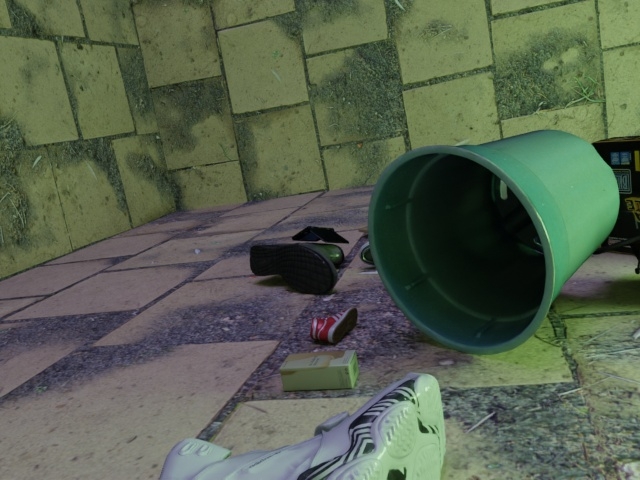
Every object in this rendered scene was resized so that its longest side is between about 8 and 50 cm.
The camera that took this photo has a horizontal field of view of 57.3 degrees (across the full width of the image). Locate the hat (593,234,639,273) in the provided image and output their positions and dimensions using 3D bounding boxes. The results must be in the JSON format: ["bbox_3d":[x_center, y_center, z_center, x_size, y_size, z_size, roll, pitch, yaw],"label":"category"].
[{"bbox_3d":[0.645,0.027,1.000,0.331,0.134,0.331,-12,-10,-2],"label":"hat"}]

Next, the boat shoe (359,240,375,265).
[{"bbox_3d":[0.210,0.035,1.520,0.228,0.080,0.076,0,12,12],"label":"boat shoe"}]

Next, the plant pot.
[{"bbox_3d":[0.317,-0.033,1.004,0.334,0.341,0.341,-25,18,-37],"label":"plant pot"}]

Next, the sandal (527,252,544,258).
[{"bbox_3d":[0.381,0.049,1.257,0.265,0.102,0.076,13,22,42],"label":"sandal"}]

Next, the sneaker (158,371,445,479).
[{"bbox_3d":[-0.021,0.231,0.578,0.210,0.138,0.365,1,19,33],"label":"sneaker"}]

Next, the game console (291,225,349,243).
[{"bbox_3d":[0.000,0.000,1.664,0.107,0.071,0.122,-33,-21,32],"label":"game console"}]

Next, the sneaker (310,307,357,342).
[{"bbox_3d":[0.023,0.160,1.134,0.067,0.042,0.118,0,17,29],"label":"sneaker"}]

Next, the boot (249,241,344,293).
[{"bbox_3d":[-0.015,0.049,1.558,0.222,0.118,0.338,-6,15,-39],"label":"boot"}]

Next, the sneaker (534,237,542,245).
[{"bbox_3d":[0.479,0.015,1.342,0.226,0.086,0.163,-15,10,-31],"label":"sneaker"}]

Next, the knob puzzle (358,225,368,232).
[{"bbox_3d":[0.253,-0.041,1.946,0.213,0.030,0.213,-9,11,2],"label":"knob puzzle"}]

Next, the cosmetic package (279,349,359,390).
[{"bbox_3d":[-0.001,0.206,0.931,0.115,0.041,0.060,-7,12,15],"label":"cosmetic package"}]

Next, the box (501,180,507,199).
[{"bbox_3d":[0.522,-0.121,1.381,0.181,0.119,0.181,-5,21,41],"label":"box"}]

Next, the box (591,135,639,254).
[{"bbox_3d":[0.730,-0.091,1.214,0.079,0.257,0.322,-15,13,-26],"label":"box"}]
